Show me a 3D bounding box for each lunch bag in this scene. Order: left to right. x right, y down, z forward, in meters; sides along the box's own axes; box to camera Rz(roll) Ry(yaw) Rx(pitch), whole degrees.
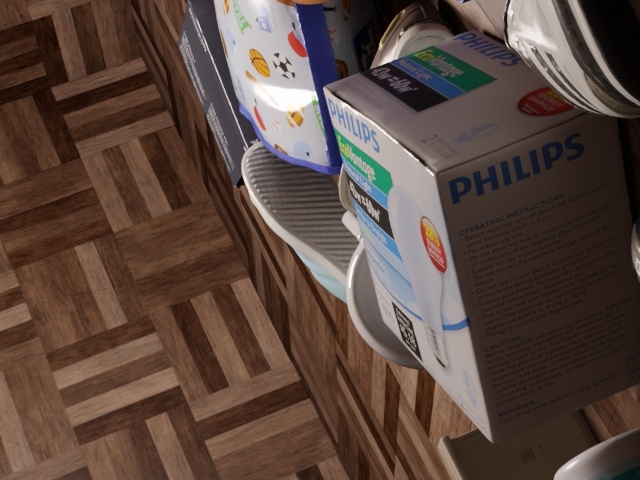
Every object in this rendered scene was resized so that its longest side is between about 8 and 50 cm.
[{"bbox_3d":[-0.023,-0.310,2.063,0.385,0.239,0.327,-118,13,-63],"label":"lunch bag"}]

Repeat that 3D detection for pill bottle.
[{"bbox_3d":[0.396,0.365,1.564,0.146,0.146,0.264,96,150,-64],"label":"pill bottle"}]

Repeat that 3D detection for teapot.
[{"bbox_3d":[0.160,0.070,1.954,0.187,0.253,0.256,14,-109,-77],"label":"teapot"}]

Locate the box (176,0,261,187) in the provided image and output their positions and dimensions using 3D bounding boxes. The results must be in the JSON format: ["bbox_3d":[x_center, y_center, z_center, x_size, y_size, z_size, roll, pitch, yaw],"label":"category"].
[{"bbox_3d":[-0.139,-0.316,2.668,0.312,0.179,0.343,142,107,-78],"label":"box"}]

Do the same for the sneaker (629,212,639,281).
[{"bbox_3d":[0.392,0.028,1.201,0.283,0.110,0.122,51,141,48],"label":"sneaker"}]

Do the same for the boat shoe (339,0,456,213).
[{"bbox_3d":[0.102,-0.180,1.853,0.096,0.117,0.324,-101,24,-49],"label":"boat shoe"}]

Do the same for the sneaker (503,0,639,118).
[{"bbox_3d":[0.199,-0.312,1.249,0.447,0.169,0.257,67,166,-3],"label":"sneaker"}]

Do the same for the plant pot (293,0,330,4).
[{"bbox_3d":[-0.002,-0.444,1.713,0.203,0.291,0.291,58,175,-31],"label":"plant pot"}]

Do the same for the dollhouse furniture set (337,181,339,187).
[{"bbox_3d":[0.071,-0.106,2.351,0.151,0.076,0.058,108,139,-72],"label":"dollhouse furniture set"}]

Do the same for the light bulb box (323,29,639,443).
[{"bbox_3d":[0.199,-0.019,1.600,0.358,0.225,0.361,-133,24,-61],"label":"light bulb box"}]

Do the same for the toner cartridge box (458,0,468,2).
[{"bbox_3d":[0.131,-0.462,1.518,0.165,0.075,0.347,-134,26,-59],"label":"toner cartridge box"}]

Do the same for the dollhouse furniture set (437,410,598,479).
[{"bbox_3d":[0.297,0.399,1.922,0.303,0.198,0.286,93,154,-63],"label":"dollhouse furniture set"}]

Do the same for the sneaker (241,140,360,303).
[{"bbox_3d":[0.000,0.000,2.139,0.366,0.135,0.150,48,157,15],"label":"sneaker"}]
